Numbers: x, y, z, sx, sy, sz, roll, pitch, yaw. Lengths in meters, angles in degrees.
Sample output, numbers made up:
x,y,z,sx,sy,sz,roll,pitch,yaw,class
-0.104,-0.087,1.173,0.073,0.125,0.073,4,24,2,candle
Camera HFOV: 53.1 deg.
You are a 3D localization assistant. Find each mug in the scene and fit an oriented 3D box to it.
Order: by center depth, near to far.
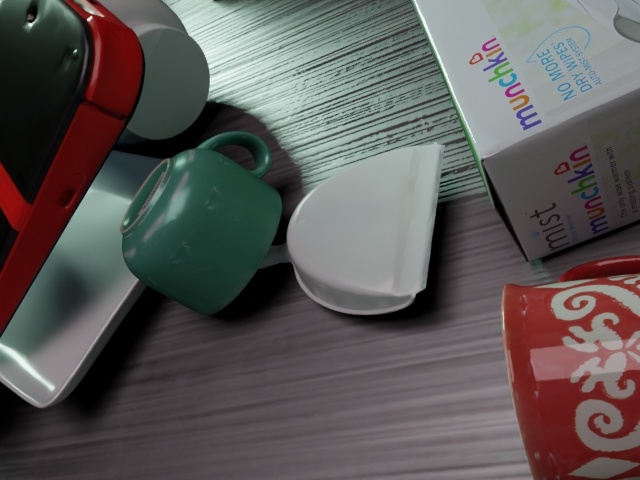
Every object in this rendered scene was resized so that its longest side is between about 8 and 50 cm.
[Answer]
x,y,z,sx,sy,sz,roll,pitch,yaw,class
0.187,0.047,0.320,0.169,0.113,0.150,-13,53,23,mug
-0.110,-0.023,0.563,0.129,0.097,0.157,-43,29,28,mug

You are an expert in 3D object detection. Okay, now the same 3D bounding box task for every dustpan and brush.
x,y,z,sx,sy,sz,roll,pitch,yaw,class
0.000,0.000,0.534,0.211,0.060,0.147,-3,54,25,dustpan and brush

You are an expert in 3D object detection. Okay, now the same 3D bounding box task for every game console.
x,y,z,sx,sy,sz,roll,pitch,yaw,class
-0.347,-0.126,0.678,0.386,0.060,0.342,43,109,36,game console

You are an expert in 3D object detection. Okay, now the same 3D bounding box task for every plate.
x,y,z,sx,sy,sz,roll,pitch,yaw,class
-0.265,0.022,0.688,0.278,0.045,0.277,13,61,37,plate

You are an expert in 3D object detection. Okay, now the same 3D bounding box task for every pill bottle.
x,y,z,sx,sy,sz,roll,pitch,yaw,class
-0.282,-0.230,0.798,0.323,0.181,0.181,30,77,38,pill bottle

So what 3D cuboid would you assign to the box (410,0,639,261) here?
x,y,z,sx,sy,sz,roll,pitch,yaw,class
0.199,-0.152,0.455,0.231,0.127,0.262,-23,48,17,box
